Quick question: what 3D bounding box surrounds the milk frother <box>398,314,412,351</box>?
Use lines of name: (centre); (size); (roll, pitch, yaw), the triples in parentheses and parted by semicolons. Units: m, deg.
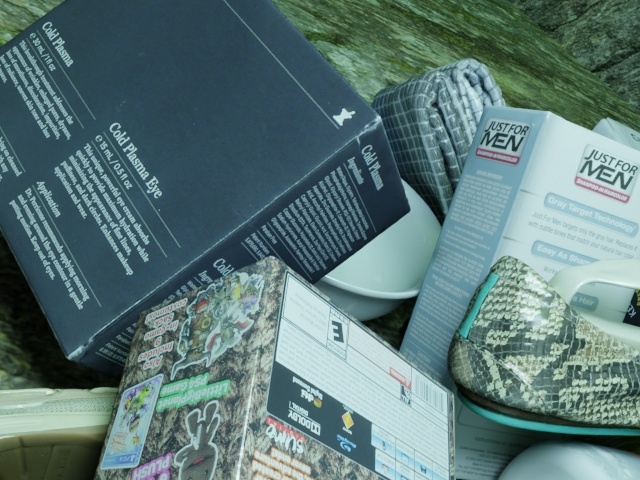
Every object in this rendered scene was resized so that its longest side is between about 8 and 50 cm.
milk frother: (0.183, 0.121, 0.900); (0.143, 0.135, 0.129); (34, 45, 4)

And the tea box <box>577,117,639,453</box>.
tea box: (0.400, 0.080, 0.963); (0.220, 0.323, 0.329); (21, 34, -17)

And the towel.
towel: (0.177, -0.095, 1.029); (0.121, 0.235, 0.284); (-21, 98, -11)

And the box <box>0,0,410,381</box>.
box: (-0.143, -0.085, 0.718); (0.343, 0.312, 0.179); (52, -1, 27)

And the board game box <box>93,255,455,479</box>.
board game box: (-0.025, 0.202, 0.496); (0.232, 0.141, 0.291); (40, 41, -35)

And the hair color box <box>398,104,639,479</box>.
hair color box: (0.215, 0.065, 0.785); (0.185, 0.375, 0.113); (15, 8, -24)

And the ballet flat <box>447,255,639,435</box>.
ballet flat: (0.352, 0.120, 0.696); (0.482, 0.182, 0.164); (17, 6, -18)

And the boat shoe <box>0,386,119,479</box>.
boat shoe: (-0.164, 0.164, 0.596); (0.302, 0.109, 0.098); (12, 14, -42)

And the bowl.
bowl: (0.000, 0.000, 0.914); (0.297, 0.134, 0.298); (22, 35, -16)

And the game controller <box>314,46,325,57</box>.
game controller: (0.015, -0.172, 1.147); (0.319, 0.067, 0.166); (56, 36, 7)

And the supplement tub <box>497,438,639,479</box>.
supplement tub: (0.346, 0.321, 0.717); (0.338, 0.207, 0.207); (17, 36, -23)
